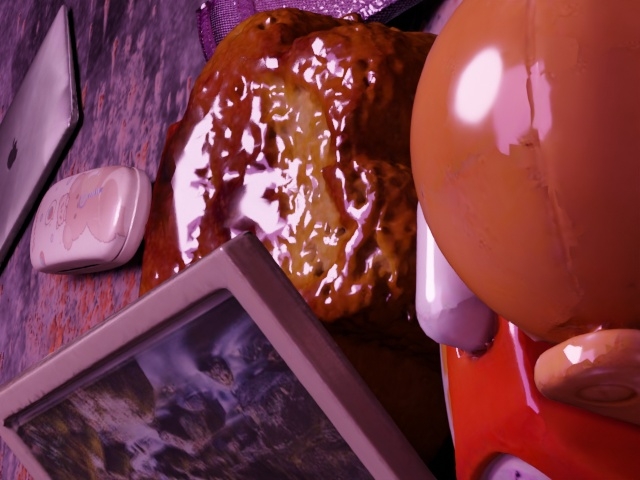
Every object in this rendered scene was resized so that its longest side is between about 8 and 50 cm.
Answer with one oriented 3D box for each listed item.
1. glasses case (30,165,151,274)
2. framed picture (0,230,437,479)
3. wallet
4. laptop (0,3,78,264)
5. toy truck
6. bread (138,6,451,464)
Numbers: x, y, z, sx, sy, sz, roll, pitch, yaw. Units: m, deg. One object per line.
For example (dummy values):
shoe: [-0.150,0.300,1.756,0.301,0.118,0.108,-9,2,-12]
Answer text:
glasses case: [-0.189,-0.014,1.340,0.204,0.051,0.081,-12,66,61]
framed picture: [-0.044,0.137,0.825,0.020,0.240,0.324,-40,7,-35]
wallet: [-0.001,-0.151,1.002,0.166,0.030,0.111,-33,41,16]
laptop: [-0.299,-0.082,1.632,0.269,0.015,0.187,-55,32,34]
toy truck: [0.106,0.007,0.543,0.265,0.239,0.189,-35,46,53]
bread: [0.009,-0.006,0.854,0.232,0.135,0.246,3,81,48]
